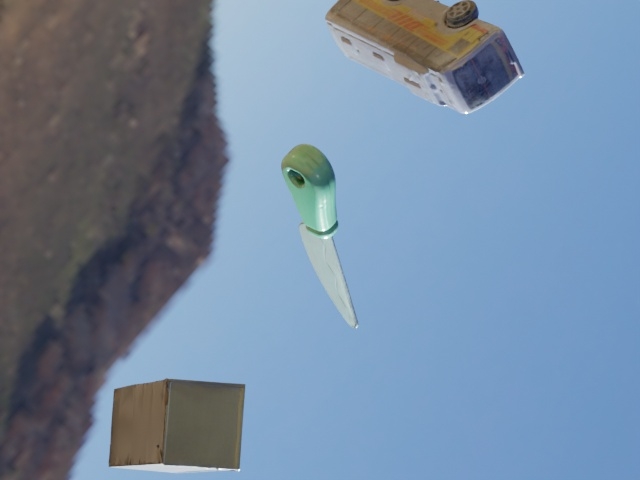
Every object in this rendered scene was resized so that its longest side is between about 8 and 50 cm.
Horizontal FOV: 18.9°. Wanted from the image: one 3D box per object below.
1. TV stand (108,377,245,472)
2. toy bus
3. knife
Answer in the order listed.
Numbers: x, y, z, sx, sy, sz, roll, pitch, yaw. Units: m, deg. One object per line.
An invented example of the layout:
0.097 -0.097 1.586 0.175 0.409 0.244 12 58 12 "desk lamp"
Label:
-0.149 0.188 1.939 0.269 0.083 0.088 157 -62 -71 "TV stand"
0.082 -0.165 1.584 0.075 0.064 0.190 -40 -142 -13 "toy bus"
-0.001 -0.001 1.944 0.034 0.063 0.260 -45 146 -26 "knife"
